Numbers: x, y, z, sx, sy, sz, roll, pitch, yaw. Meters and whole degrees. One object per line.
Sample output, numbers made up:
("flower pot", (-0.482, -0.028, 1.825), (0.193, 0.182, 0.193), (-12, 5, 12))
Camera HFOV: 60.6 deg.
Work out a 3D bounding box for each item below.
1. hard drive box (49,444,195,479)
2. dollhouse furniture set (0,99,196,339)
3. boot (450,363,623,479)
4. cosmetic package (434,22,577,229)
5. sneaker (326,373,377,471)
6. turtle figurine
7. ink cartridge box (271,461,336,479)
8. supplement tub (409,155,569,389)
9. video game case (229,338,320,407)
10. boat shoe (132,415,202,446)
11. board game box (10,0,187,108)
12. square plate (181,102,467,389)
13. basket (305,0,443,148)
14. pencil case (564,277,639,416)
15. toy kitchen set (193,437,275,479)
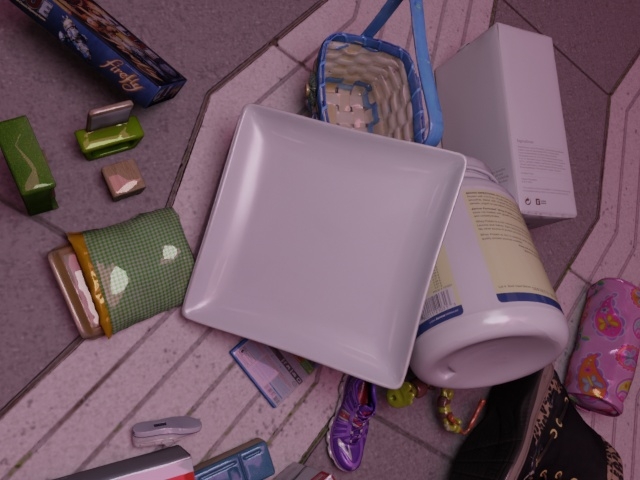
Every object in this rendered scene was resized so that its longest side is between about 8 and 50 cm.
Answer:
("hard drive box", (-0.281, 0.397, 0.725), (0.232, 0.089, 0.180), (-8, 83, -26))
("dollhouse furniture set", (-0.289, -0.027, 0.772), (0.198, 0.151, 0.301), (-24, 90, -27))
("boot", (0.404, 0.426, 0.998), (0.284, 0.138, 0.377), (48, 51, -10))
("cosmetic package", (0.355, -0.205, 1.082), (0.155, 0.197, 0.364), (3, 79, -25))
("sneaker", (0.057, 0.296, 0.910), (0.069, 0.071, 0.169), (15, 74, -21))
("turtle figurine", (0.199, 0.216, 0.980), (0.218, 0.087, 0.269), (6, 83, -41))
("ink cartridge box", (-0.008, 0.397, 0.824), (0.056, 0.135, 0.099), (-34, 95, -29))
("supplement tub", (0.228, 0.047, 0.880), (0.236, 0.235, 0.324), (9, 51, -23))
("video game case", (-0.052, 0.177, 0.916), (0.166, 0.015, 0.119), (-40, 96, -26))
("boat shoe", (-0.226, 0.286, 0.807), (0.100, 0.035, 0.035), (1, 106, -28))
("board game box", (-0.325, -0.300, 0.813), (0.243, 0.165, 0.042), (39, 106, -13))
("square plate", (0.000, 0.000, 0.811), (0.348, 0.049, 0.343), (16, 89, 13))
("basket", (0.091, -0.230, 0.911), (0.201, 0.289, 0.254), (1, 76, -30))
("pencil case", (0.600, 0.219, 1.152), (0.124, 0.124, 0.283), (31, 67, -16))
("toy kitchen set", (-0.085, 0.410, 0.768), (0.122, 0.166, 0.206), (-17, 87, -26))
